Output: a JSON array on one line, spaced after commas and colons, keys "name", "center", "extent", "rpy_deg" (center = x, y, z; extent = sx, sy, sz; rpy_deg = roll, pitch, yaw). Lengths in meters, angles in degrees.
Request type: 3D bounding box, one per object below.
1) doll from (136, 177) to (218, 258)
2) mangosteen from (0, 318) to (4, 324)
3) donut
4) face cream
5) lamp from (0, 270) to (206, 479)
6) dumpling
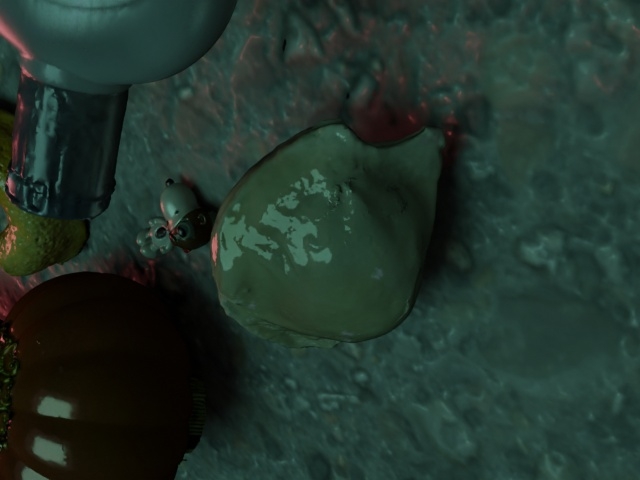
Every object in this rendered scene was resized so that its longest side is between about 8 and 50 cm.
[{"name": "doll", "center": [-0.115, -0.007, 0.763], "extent": [0.058, 0.040, 0.085], "rpy_deg": [54, 133, 20]}, {"name": "mangosteen", "center": [-0.379, 0.190, 0.945], "extent": [0.235, 0.261, 0.235], "rpy_deg": [38, 150, 26]}, {"name": "donut", "center": [-0.292, -0.049, 0.867], "extent": [0.181, 0.078, 0.146], "rpy_deg": [34, 134, 18]}, {"name": "face cream", "center": [-0.095, -0.147, 0.430], "extent": [0.144, 0.071, 0.291], "rpy_deg": [20, 115, 12]}, {"name": "lamp", "center": [-0.196, 0.134, 0.803], "extent": [0.223, 0.197, 0.223], "rpy_deg": [-27, 58, 53]}, {"name": "dumpling", "center": [0.000, 0.000, 0.603], "extent": [0.136, 0.118, 0.199], "rpy_deg": [16, 124, -20]}]
